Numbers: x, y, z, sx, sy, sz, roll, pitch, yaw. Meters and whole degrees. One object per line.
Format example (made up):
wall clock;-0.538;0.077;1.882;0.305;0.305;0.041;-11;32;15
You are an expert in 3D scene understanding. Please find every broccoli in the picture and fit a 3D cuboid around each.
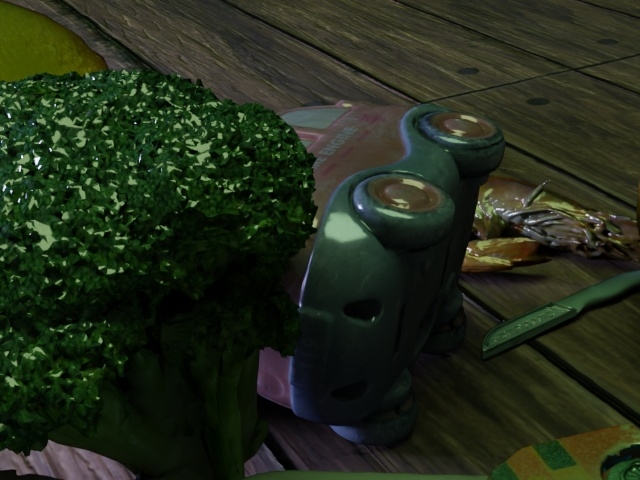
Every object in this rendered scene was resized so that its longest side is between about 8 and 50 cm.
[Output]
broccoli;-0.132;0.034;0.676;0.308;0.275;0.308;-22;12;5

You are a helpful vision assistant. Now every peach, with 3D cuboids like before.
peach;-0.331;-0.125;1.193;0.245;0.249;0.274;-10;3;42

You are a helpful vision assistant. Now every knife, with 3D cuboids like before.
knife;0.214;0.059;0.993;0.210;0.015;0.028;-19;35;-28

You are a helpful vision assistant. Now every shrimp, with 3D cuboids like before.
shrimp;0.191;-0.011;1.096;0.248;0.068;0.150;3;38;25

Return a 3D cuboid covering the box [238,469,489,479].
box;0.104;0.250;0.497;0.396;0.111;0.396;1;25;8

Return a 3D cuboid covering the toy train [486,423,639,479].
toy train;0.139;0.154;0.486;0.099;0.072;0.188;-7;24;-13

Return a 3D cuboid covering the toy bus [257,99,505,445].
toy bus;0.000;0.000;0.892;0.231;0.197;0.294;16;32;16

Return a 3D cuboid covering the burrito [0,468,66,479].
burrito;-0.211;0.224;0.591;0.143;0.105;0.299;21;26;-6

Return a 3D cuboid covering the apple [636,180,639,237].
apple;0.406;-0.051;0.898;0.275;0.299;0.299;14;27;2
